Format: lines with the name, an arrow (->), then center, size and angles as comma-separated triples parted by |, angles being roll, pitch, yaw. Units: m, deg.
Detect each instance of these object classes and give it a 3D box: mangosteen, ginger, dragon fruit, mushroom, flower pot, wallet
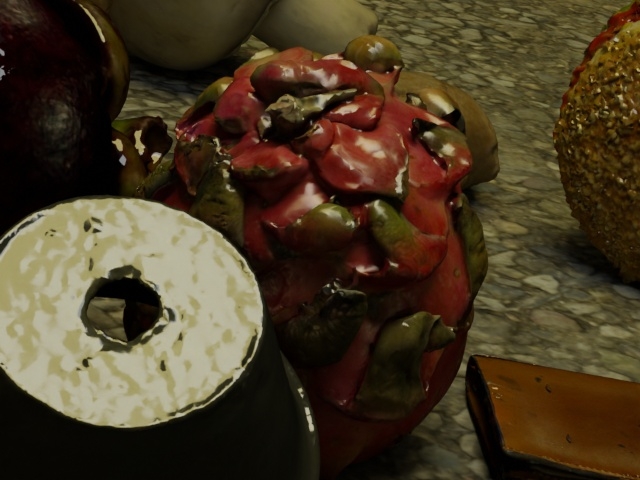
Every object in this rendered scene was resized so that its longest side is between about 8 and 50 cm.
mangosteen -> -0.259, -0.056, 1.291 | 0.307, 0.306, 0.347 | 28, 22, 38
ginger -> 0.029, -0.106, 1.813 | 0.354, 0.126, 0.190 | -7, 48, -45
dragon fruit -> 0.000, 0.000, 1.295 | 0.250, 0.291, 0.269 | 13, 19, 21
mushroom -> -0.079, -0.305, 2.128 | 0.336, 0.314, 0.314 | 26, 15, -22
flower pot -> -0.118, 0.082, 1.058 | 0.269, 0.166, 0.269 | 7, 51, -10
wallet -> 0.190, 0.145, 1.371 | 0.161, 0.042, 0.195 | 12, 18, -9

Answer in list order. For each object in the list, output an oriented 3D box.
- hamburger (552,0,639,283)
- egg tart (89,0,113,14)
hamburger -> 0.354, -0.086, 1.725 | 0.294, 0.276, 0.179 | 46, 22, 16
egg tart -> -0.345, -0.213, 1.733 | 0.319, 0.319, 0.128 | 6, 52, -13
